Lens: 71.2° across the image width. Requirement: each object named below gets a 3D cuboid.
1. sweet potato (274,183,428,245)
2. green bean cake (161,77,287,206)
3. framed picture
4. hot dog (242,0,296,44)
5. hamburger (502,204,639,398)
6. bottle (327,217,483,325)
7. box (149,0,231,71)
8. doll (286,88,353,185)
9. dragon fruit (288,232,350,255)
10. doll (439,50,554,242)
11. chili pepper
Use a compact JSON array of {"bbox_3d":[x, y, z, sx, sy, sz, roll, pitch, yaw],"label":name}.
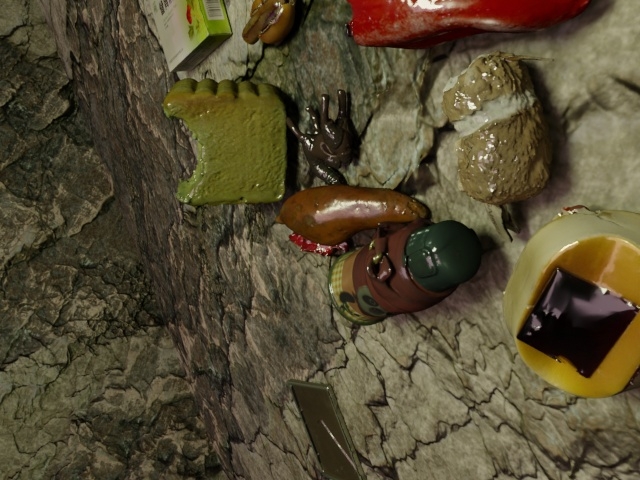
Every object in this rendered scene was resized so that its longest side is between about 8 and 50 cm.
[{"bbox_3d":[0.015,-0.045,0.789,0.359,0.112,0.112,-1,107,52],"label":"sweet potato"},{"bbox_3d":[-0.187,-0.195,0.896,0.124,0.233,0.236,-109,20,-54],"label":"green bean cake"},{"bbox_3d":[0.015,0.509,1.181,0.213,0.016,0.289,-19,92,56],"label":"framed picture"},{"bbox_3d":[-0.093,-0.402,0.801,0.140,0.060,0.090,6,108,57],"label":"hot dog"},{"bbox_3d":[0.292,0.066,0.483,0.173,0.116,0.210,28,125,34],"label":"hamburger"},{"bbox_3d":[0.115,0.042,0.667,0.271,0.156,0.143,-35,74,60],"label":"bottle"},{"bbox_3d":[-0.307,-0.516,1.031,0.260,0.062,0.175,0,107,55],"label":"box"},{"bbox_3d":[0.012,-0.166,0.790,0.139,0.057,0.165,-4,113,53],"label":"doll"},{"bbox_3d":[-0.003,0.001,0.889,0.131,0.063,0.097,41,138,34],"label":"dragon fruit"},{"bbox_3d":[0.203,-0.100,0.513,0.115,0.105,0.221,6,110,45],"label":"doll"},{"bbox_3d":[0.146,-0.263,0.475,0.252,0.144,0.136,22,88,40],"label":"chili pepper"}]
